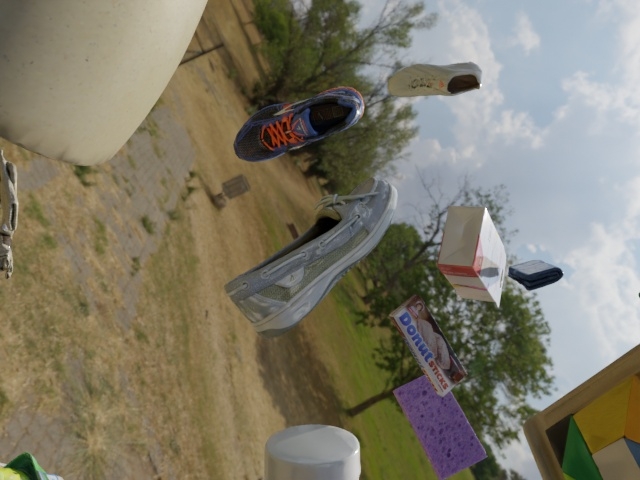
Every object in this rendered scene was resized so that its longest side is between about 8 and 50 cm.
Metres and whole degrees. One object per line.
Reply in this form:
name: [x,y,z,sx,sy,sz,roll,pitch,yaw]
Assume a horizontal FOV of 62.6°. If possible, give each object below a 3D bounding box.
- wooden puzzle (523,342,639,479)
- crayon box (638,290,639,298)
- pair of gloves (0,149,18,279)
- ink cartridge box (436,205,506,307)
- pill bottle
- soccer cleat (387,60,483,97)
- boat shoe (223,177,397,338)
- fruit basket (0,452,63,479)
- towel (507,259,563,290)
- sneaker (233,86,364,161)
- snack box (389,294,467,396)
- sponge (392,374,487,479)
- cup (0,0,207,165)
wooden puzzle: [0.356,0.261,0.610,0.044,0.239,0.221,15,41,-25]
crayon box: [0.763,0.063,0.976,0.165,0.278,0.081,-18,79,-48]
pair of gloves: [-0.692,-0.052,1.150,0.240,0.042,0.204,-62,-138,35]
ink cartridge box: [0.276,0.035,0.939,0.198,0.067,0.115,44,57,-49]
pill bottle: [-0.012,0.432,0.721,0.176,0.176,0.319,-94,-175,-87]
soccer cleat: [0.237,-0.330,1.091,0.076,0.196,0.068,-83,163,-47]
boat shoe: [-0.002,0.001,0.782,0.103,0.320,0.118,52,-24,-16]
fruit basket: [-0.548,0.474,0.885,0.327,0.165,0.353,43,-24,31]
towel: [0.375,0.059,0.923,0.119,0.067,0.029,-39,112,-83]
sneaker: [-0.036,-0.183,0.823,0.087,0.221,0.083,-96,161,-73]
snack box: [0.191,0.186,0.930,0.178,0.064,0.022,58,-18,-11]
sponge: [0.262,0.404,1.165,0.031,0.117,0.210,98,-33,-64]
cup: [-0.211,-0.262,0.423,0.331,0.237,0.331,51,8,-11]
